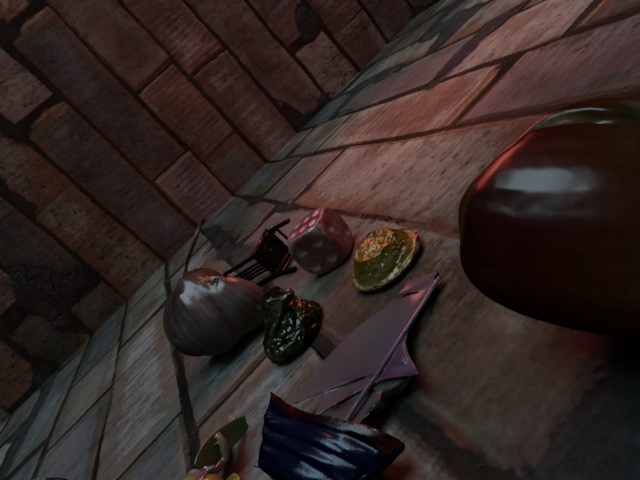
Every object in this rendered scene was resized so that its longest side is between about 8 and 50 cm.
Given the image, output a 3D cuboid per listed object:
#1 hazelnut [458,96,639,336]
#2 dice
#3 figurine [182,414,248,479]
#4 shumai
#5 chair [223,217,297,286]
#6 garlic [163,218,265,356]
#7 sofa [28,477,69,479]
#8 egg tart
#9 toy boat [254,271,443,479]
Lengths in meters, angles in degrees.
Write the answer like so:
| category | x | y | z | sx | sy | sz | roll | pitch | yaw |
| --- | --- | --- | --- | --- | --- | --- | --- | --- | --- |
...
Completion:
| category | x | y | z | sx | sy | sz | roll | pitch | yaw |
| --- | --- | --- | --- | --- | --- | --- | --- | --- | --- |
| hazelnut | 0.219 | -0.024 | 0.349 | 0.212 | 0.181 | 0.181 | -44 | -4 | -35 |
| dice | 0.000 | 0.000 | 0.879 | 0.093 | 0.091 | 0.094 | -33 | 22 | 28 |
| figurine | -0.124 | 0.283 | 0.578 | 0.083 | 0.083 | 0.187 | -41 | 6 | 8 |
| shumai | -0.060 | 0.123 | 0.743 | 0.099 | 0.087 | 0.124 | -28 | 25 | 35 |
| chair | -0.128 | 0.039 | 1.077 | 0.212 | 0.084 | 0.101 | -25 | 29 | 45 |
| garlic | -0.200 | 0.101 | 0.942 | 0.207 | 0.207 | 0.257 | -24 | 63 | 44 |
| sofa | -0.169 | 0.308 | 0.305 | 0.182 | 0.258 | 0.200 | -49 | 13 | 29 |
| egg tart | 0.092 | 0.021 | 0.714 | 0.129 | 0.049 | 0.129 | -38 | 21 | 17 |
| toy boat | 0.028 | 0.149 | 0.544 | 0.219 | 0.072 | 0.318 | -27 | 21 | 34 |
